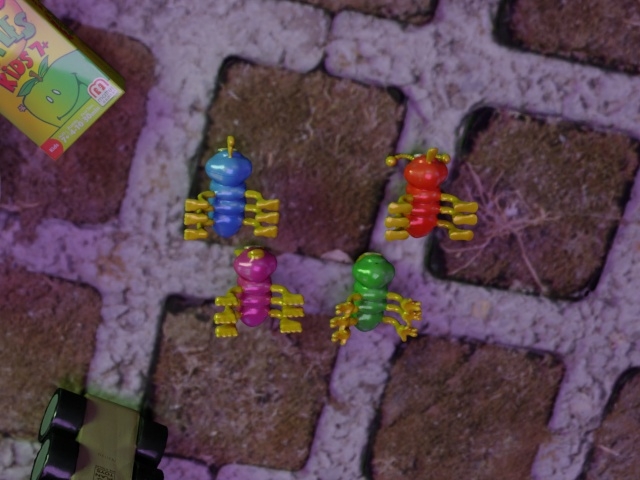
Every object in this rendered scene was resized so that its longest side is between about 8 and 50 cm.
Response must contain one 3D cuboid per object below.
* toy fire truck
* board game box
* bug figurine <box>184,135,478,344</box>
[{"bbox_3d":[-0.274,0.292,1.275,0.159,0.217,0.246,22,123,-18],"label":"toy fire truck"},{"bbox_3d":[-0.270,-0.166,1.154,0.092,0.043,0.181,-43,113,11],"label":"board game box"},{"bbox_3d":[0.000,0.000,1.254,0.279,0.072,0.216,1,120,-14],"label":"bug figurine"}]
